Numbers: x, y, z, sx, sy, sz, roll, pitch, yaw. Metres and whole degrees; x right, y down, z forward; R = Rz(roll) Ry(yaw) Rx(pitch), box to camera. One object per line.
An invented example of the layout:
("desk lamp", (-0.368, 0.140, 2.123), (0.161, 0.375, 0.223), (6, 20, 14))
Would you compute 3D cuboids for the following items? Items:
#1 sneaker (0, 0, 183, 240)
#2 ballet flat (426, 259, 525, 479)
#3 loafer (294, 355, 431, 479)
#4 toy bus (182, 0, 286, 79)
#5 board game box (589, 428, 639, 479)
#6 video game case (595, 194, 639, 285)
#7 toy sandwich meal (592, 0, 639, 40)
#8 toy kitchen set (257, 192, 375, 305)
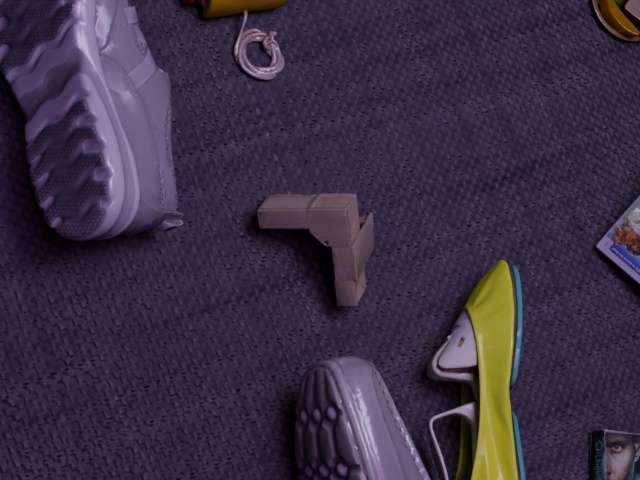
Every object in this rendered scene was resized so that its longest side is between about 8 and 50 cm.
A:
("sneaker", (-0.172, -0.127, 0.970), (0.115, 0.105, 0.281), (12, 63, -56))
("ballet flat", (0.123, 0.127, 1.030), (0.077, 0.077, 0.231), (2, 77, -6))
("loafer", (0.068, 0.235, 0.959), (0.111, 0.112, 0.319), (-17, 91, -31))
("toy bus", (-0.068, -0.266, 1.028), (0.202, 0.104, 0.191), (31, 67, -13))
("board game box", (0.316, 0.232, 1.108), (0.186, 0.026, 0.126), (8, 74, -22))
("video game case", (0.317, -0.012, 1.140), (0.087, 0.011, 0.122), (41, 90, 8))
("toy sandwich meal", (0.296, -0.226, 1.217), (0.085, 0.029, 0.085), (6, 74, -22))
("toy kitchen set", (0.000, 0.000, 1.034), (0.068, 0.075, 0.083), (-57, 144, -61))
